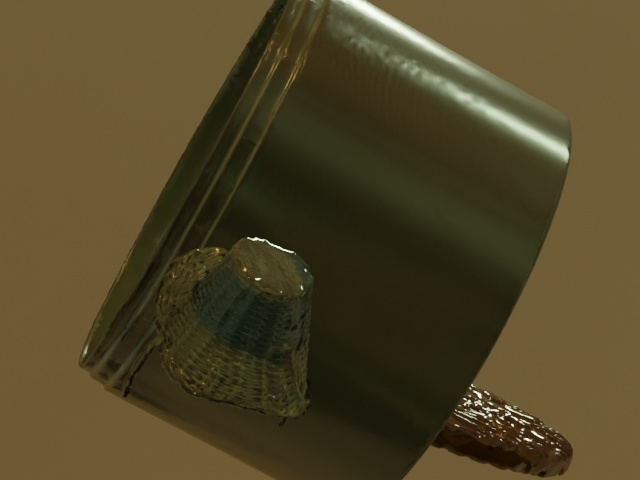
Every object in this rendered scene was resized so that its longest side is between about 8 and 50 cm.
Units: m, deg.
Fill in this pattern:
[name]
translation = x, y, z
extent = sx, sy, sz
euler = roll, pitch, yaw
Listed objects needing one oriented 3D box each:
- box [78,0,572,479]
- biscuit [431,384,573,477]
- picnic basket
[box]
translation = 0.000, 0.000, 0.933
extent = 0.149, 0.226, 0.226
euler = 29, -74, -7
[biscuit]
translation = 0.089, 0.117, 1.340
extent = 0.187, 0.188, 0.027
euler = 18, -83, -14
[picnic basket]
translation = -0.030, 0.038, 0.702
extent = 0.065, 0.083, 0.083
euler = 12, -53, -22
